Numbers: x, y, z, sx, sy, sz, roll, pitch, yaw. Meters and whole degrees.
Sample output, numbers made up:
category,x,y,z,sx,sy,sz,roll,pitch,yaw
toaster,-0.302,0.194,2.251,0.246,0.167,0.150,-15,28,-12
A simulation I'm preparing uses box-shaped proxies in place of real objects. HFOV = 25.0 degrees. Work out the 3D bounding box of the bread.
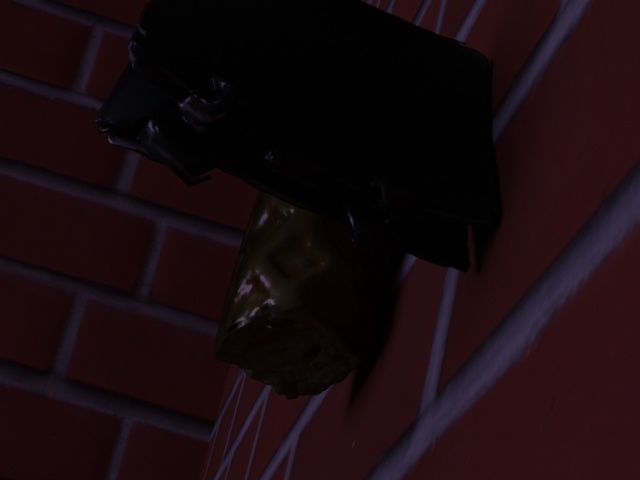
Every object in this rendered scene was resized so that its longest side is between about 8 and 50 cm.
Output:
category,x,y,z,sx,sy,sz,roll,pitch,yaw
bread,0.000,0.000,1.231,0.152,0.130,0.268,107,178,-51

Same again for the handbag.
category,x,y,z,sx,sy,sz,roll,pitch,yaw
handbag,-0.004,-0.094,0.953,0.260,0.247,0.079,-81,17,-61
